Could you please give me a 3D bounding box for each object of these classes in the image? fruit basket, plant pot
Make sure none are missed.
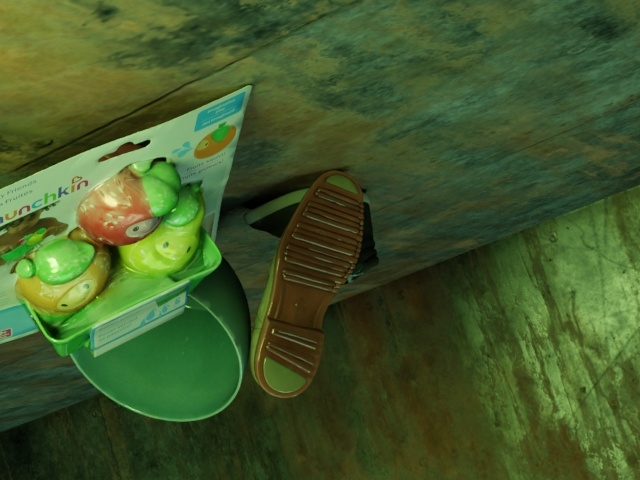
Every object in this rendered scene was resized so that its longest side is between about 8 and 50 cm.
[{"bbox_3d":[-0.231,-0.007,1.328,0.327,0.165,0.353,-26,165,-26],"label":"fruit basket"},{"bbox_3d":[-0.228,0.109,1.828,0.290,0.290,0.195,-25,-156,33],"label":"plant pot"}]

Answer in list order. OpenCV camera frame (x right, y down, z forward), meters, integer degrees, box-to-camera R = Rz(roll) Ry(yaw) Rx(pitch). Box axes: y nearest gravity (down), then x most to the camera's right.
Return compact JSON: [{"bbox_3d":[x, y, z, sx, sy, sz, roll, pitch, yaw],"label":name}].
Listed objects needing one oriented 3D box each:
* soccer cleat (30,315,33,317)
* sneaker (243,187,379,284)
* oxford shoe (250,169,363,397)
[{"bbox_3d":[-0.513,0.131,2.010,0.083,0.029,0.036,-25,160,19],"label":"soccer cleat"},{"bbox_3d":[0.001,0.000,1.870,0.105,0.146,0.296,-23,168,35],"label":"sneaker"},{"bbox_3d":[-0.037,0.058,1.768,0.123,0.348,0.130,23,173,-19],"label":"oxford shoe"}]
